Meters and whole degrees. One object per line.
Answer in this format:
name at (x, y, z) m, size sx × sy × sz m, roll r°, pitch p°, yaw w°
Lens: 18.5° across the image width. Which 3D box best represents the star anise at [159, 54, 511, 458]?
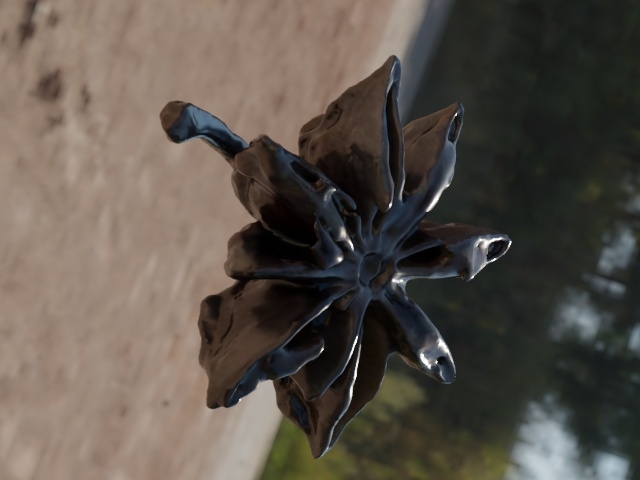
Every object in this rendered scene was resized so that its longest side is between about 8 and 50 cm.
star anise at (0.000, -0.001, 1.006) m, size 0.209 × 0.089 × 0.231 m, roll -40°, pitch 120°, yaw -30°
